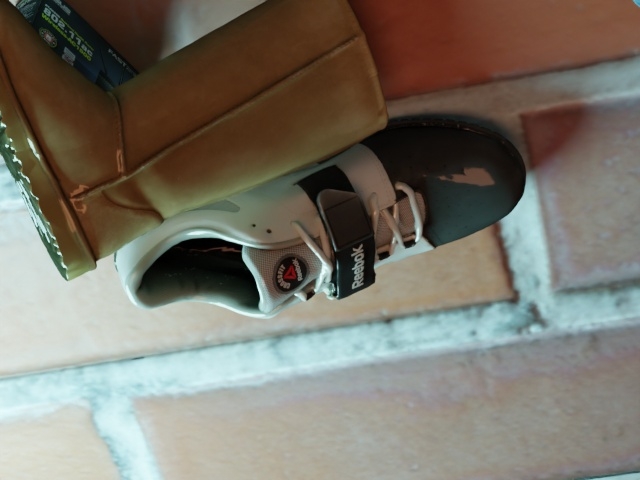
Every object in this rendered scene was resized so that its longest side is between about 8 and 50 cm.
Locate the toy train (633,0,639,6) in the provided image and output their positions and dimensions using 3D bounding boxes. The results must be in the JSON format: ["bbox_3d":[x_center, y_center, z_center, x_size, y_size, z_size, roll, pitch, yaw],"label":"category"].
[{"bbox_3d":[0.308,-0.215,1.075,0.248,0.143,0.105,-2,128,4],"label":"toy train"}]

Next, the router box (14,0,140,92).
[{"bbox_3d":[-0.183,-0.120,1.205,0.038,0.092,0.122,-32,120,24],"label":"router box"}]

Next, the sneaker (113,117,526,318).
[{"bbox_3d":[0.000,0.000,1.258,0.331,0.146,0.122,-10,125,9],"label":"sneaker"}]

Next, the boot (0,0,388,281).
[{"bbox_3d":[-0.104,-0.122,1.143,0.270,0.089,0.236,-29,125,-15],"label":"boot"}]
